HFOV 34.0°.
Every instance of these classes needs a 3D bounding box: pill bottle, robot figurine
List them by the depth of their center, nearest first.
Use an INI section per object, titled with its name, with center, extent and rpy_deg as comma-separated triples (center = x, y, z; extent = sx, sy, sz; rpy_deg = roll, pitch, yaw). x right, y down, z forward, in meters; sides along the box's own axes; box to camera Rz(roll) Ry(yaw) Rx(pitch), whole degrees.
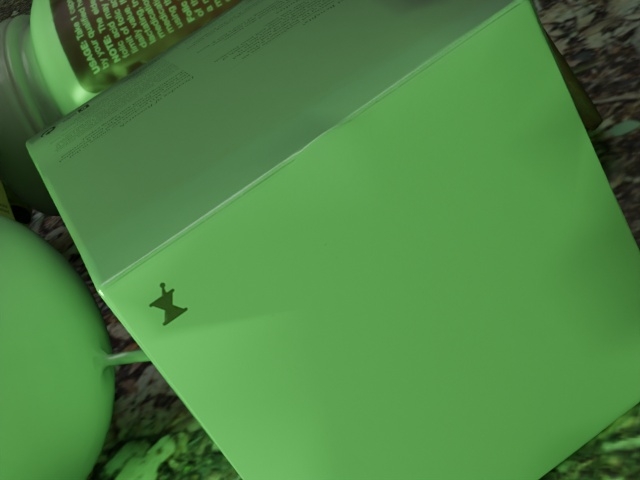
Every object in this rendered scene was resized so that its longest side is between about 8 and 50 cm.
[robot figurine]
center = -0.267, 0.098, 0.626
extent = 0.353, 0.200, 0.300
rpy_deg = -20, -14, 30
[pill bottle]
center = -0.121, -0.187, 0.971
extent = 0.392, 0.224, 0.224
rpy_deg = -25, 27, 13

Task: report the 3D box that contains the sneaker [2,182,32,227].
[sneaker]
center = -0.388, 0.061, 0.995
extent = 0.295, 0.109, 0.123
rpy_deg = -46, 3, -20

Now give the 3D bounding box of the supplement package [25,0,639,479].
[supplement package]
center = 0.000, 0.000, 0.535
extent = 0.199, 0.198, 0.262
rpy_deg = -35, 26, -8

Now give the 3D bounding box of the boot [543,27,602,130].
[boot]
center = 0.065, -0.086, 0.748
extent = 0.211, 0.104, 0.295
rpy_deg = -34, 20, 8

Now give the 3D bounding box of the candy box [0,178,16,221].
[candy box]
center = -0.358, -0.022, 0.868
extent = 0.183, 0.087, 0.316
rpy_deg = -37, 60, 18
